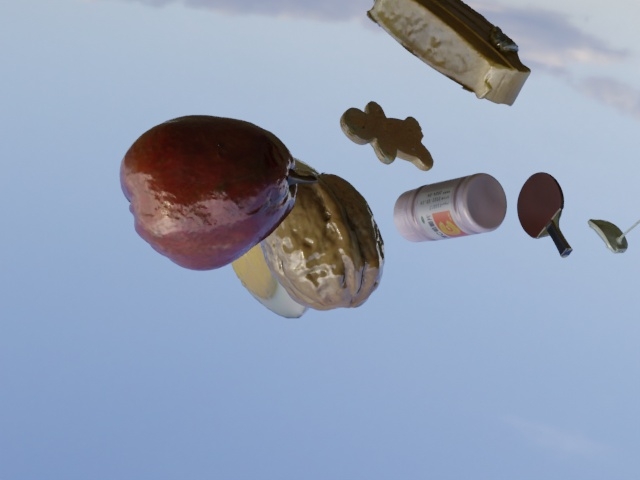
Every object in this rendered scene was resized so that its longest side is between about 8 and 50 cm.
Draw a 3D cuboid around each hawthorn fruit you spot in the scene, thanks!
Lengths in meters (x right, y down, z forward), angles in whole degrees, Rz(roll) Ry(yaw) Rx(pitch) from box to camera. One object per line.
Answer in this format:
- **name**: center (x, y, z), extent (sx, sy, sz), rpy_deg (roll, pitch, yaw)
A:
- **hawthorn fruit**: center (-0.137, -0.077, 1.609), extent (0.261, 0.224, 0.224), rpy_deg (-13, -164, 12)

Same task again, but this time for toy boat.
- **toy boat**: center (0.181, -0.295, 1.637), extent (0.115, 0.089, 0.310), rpy_deg (-8, -140, -44)

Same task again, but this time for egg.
- **egg**: center (-0.058, -0.041, 2.174), extent (0.201, 0.337, 0.337), rpy_deg (-30, -142, -25)

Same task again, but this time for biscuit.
- **biscuit**: center (0.134, -0.223, 2.441), extent (0.234, 0.030, 0.153), rpy_deg (8, -127, -38)

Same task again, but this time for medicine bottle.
- **medicine bottle**: center (0.284, -0.070, 2.577), extent (0.133, 0.133, 0.250), rpy_deg (-4, 178, -35)

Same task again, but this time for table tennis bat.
- **table tennis bat**: center (0.342, -0.037, 1.759), extent (0.014, 0.095, 0.158), rpy_deg (12, -141, -30)

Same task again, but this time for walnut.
- **walnut**: center (0.000, 0.000, 1.877), extent (0.198, 0.245, 0.198), rpy_deg (-20, 179, 0)

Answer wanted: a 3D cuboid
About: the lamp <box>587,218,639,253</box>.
- **lamp**: center (0.402, -0.059, 1.388), extent (0.050, 0.198, 0.056), rpy_deg (-1, -125, -39)
